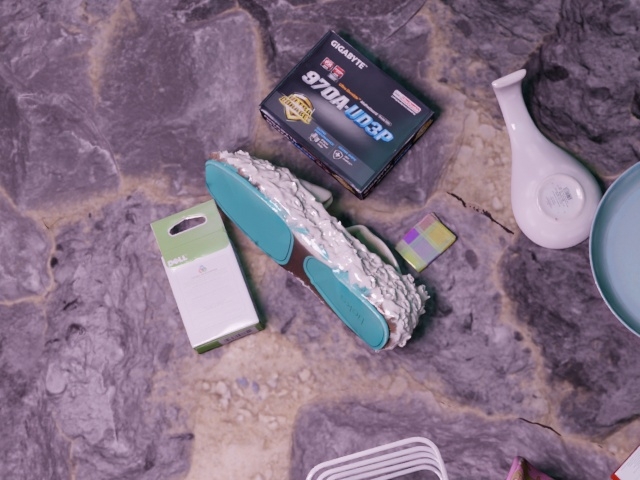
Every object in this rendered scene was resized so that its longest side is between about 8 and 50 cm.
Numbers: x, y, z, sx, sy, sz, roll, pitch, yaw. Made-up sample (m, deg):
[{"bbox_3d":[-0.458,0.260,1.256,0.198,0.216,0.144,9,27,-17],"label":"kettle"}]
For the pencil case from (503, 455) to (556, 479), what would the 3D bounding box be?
[{"bbox_3d":[0.395,0.439,1.653,0.386,0.167,0.160,26,50,13],"label":"pencil case"}]

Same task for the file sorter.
[{"bbox_3d":[0.097,0.385,1.650,0.193,0.277,0.173,-16,71,2],"label":"file sorter"}]

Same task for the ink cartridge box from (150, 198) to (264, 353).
[{"bbox_3d":[-0.173,0.056,1.866,0.109,0.062,0.209,-21,75,0],"label":"ink cartridge box"}]

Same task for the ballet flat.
[{"bbox_3d":[0.000,0.000,1.846,0.147,0.147,0.409,-44,79,-6],"label":"ballet flat"}]

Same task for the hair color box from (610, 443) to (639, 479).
[{"bbox_3d":[0.506,0.357,1.727,0.167,0.053,0.093,43,82,15],"label":"hair color box"}]

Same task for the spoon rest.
[{"bbox_3d":[0.336,-0.121,1.861,0.137,0.084,0.276,-21,88,2],"label":"spoon rest"}]

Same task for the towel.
[{"bbox_3d":[0.161,0.003,1.872,0.083,0.009,0.060,-43,77,-5],"label":"towel"}]

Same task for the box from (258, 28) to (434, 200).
[{"bbox_3d":[0.041,-0.197,1.913,0.220,0.051,0.175,41,83,14],"label":"box"}]

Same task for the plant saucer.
[{"bbox_3d":[0.558,0.019,1.811,0.318,0.043,0.317,-2,76,6],"label":"plant saucer"}]
